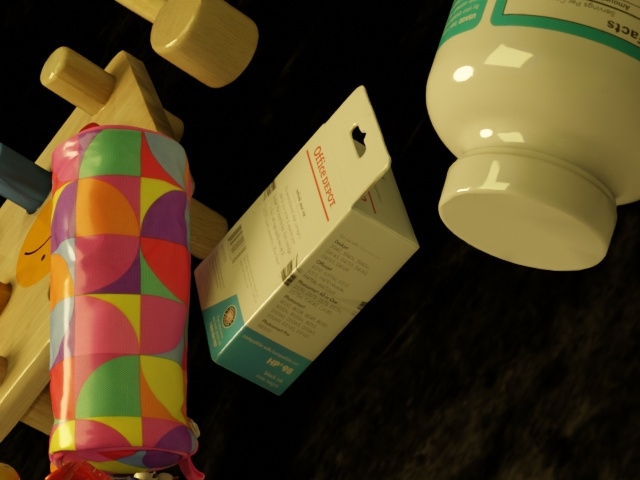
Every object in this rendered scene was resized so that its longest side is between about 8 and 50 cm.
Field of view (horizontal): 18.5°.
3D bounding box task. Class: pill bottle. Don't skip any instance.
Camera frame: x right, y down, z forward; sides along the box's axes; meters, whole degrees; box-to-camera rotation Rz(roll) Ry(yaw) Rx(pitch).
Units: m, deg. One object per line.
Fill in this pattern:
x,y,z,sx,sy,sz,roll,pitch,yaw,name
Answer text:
0.145,-0.120,1.075,0.146,0.146,0.264,-11,54,54,pill bottle

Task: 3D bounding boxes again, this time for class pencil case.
-0.129,0.045,1.294,0.104,0.104,0.236,-24,62,46,pencil case

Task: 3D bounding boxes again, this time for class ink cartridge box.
0.000,0.000,1.275,0.180,0.060,0.104,-47,30,21,ink cartridge box

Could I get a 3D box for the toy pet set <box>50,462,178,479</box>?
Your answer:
-0.137,0.147,1.377,0.122,0.065,0.114,-10,89,57,toy pet set

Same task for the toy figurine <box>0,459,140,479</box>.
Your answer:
-0.183,0.264,1.244,0.362,0.191,0.217,-48,-7,24,toy figurine

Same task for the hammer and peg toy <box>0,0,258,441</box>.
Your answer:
-0.166,-0.044,1.510,0.361,0.127,0.266,-52,28,13,hammer and peg toy
